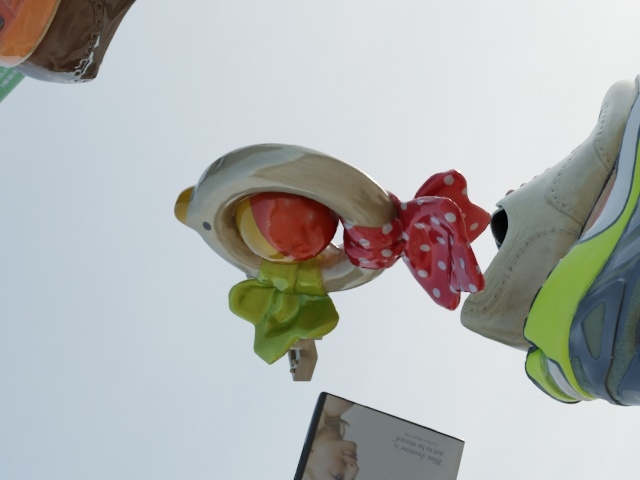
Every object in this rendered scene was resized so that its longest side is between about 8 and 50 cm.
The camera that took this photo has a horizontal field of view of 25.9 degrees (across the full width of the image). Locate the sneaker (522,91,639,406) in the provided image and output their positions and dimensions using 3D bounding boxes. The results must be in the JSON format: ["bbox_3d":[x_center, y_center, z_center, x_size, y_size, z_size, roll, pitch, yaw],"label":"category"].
[{"bbox_3d":[0.258,-0.012,0.940,0.111,0.121,0.300,30,-96,-33],"label":"sneaker"}]

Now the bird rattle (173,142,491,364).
[{"bbox_3d":[0.000,0.000,1.093,0.207,0.253,0.143,34,-119,-29],"label":"bird rattle"}]

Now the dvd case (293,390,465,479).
[{"bbox_3d":[0.051,0.307,1.546,0.022,0.180,0.253,117,172,-59],"label":"dvd case"}]

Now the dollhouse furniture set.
[{"bbox_3d":[-0.068,0.080,1.799,0.123,0.144,0.151,2,-47,-15],"label":"dollhouse furniture set"}]

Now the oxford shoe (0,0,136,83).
[{"bbox_3d":[-0.163,-0.297,1.119,0.133,0.130,0.363,19,-75,-48],"label":"oxford shoe"}]

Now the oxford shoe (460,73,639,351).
[{"bbox_3d":[0.248,-0.045,1.377,0.397,0.146,0.140,-59,-31,-45],"label":"oxford shoe"}]

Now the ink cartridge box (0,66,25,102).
[{"bbox_3d":[-0.375,-0.251,1.278,0.278,0.201,0.117,40,-122,-16],"label":"ink cartridge box"}]
